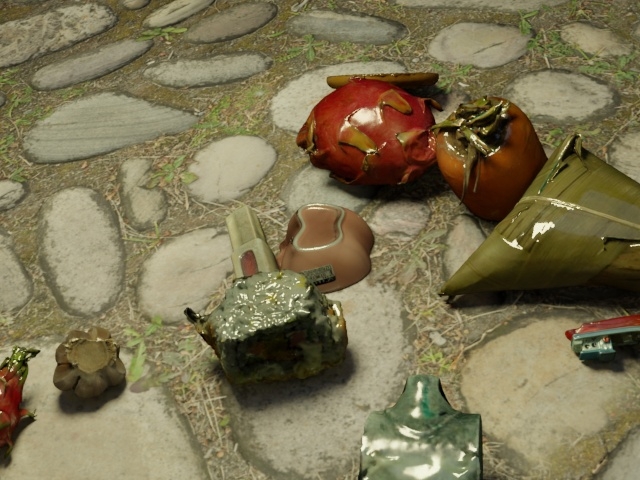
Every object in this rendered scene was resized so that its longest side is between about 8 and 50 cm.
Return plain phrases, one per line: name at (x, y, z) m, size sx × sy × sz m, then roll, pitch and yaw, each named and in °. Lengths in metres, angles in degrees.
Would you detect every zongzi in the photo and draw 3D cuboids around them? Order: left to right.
zongzi at (0.485, 0.060, 1.619) m, size 0.418 × 0.181 × 0.447 m, roll -44°, pitch 53°, yaw -9°

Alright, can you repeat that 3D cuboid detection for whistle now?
whistle at (0.143, 0.395, 1.318) m, size 0.168 × 0.188 × 0.405 m, roll -1°, pitch 45°, yaw 12°

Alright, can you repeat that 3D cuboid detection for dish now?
dish at (0.000, 0.000, 1.831) m, size 0.213 × 0.090 × 0.213 m, roll -6°, pitch 44°, yaw 6°

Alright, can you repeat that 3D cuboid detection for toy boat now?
toy boat at (0.499, 0.164, 1.562) m, size 0.172 × 0.069 × 0.059 m, roll -10°, pitch 64°, yaw 6°

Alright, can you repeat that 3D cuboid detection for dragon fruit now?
dragon fruit at (-0.569, 0.286, 1.639) m, size 0.135 × 0.137 × 0.236 m, roll 18°, pitch 49°, yaw 25°
dragon fruit at (0.107, -0.223, 1.947) m, size 0.250 × 0.250 × 0.315 m, roll -38°, pitch 30°, yaw -25°

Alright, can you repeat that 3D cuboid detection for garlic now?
garlic at (-0.432, 0.214, 1.711) m, size 0.131 × 0.127 × 0.194 m, roll -13°, pitch 13°, yaw -27°

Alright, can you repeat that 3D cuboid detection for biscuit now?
biscuit at (0.140, -0.358, 2.121) m, size 0.261 × 0.037 × 0.262 m, roll -1°, pitch 9°, yaw 0°

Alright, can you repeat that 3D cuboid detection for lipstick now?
lipstick at (-0.130, 0.034, 1.831) m, size 0.079 × 0.077 × 0.253 m, roll -30°, pitch 39°, yaw 9°

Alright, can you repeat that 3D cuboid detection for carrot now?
carrot at (0.320, -0.163, 1.804) m, size 0.214 × 0.331 × 0.193 m, roll -41°, pitch 51°, yaw -4°

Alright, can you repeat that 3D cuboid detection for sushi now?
sushi at (-0.092, 0.158, 1.621) m, size 0.274 × 0.184 × 0.139 m, roll -14°, pitch 42°, yaw 1°
